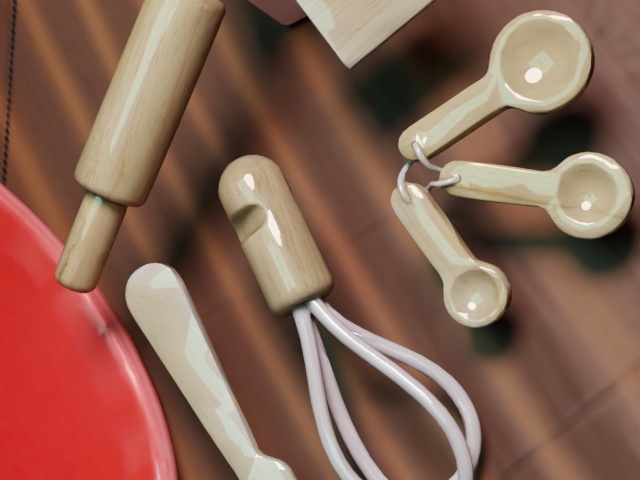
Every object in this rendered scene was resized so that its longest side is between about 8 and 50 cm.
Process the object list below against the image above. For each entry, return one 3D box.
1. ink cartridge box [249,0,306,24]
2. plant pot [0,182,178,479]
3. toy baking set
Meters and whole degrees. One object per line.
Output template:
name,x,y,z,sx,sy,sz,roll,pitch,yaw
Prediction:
ink cartridge box,0.038,-0.184,0.600,0.198,0.067,0.115,-26,62,22
plant pot,-0.231,0.111,0.566,0.243,0.275,0.275,-40,57,27
toy baking set,-0.005,-0.004,0.552,0.196,0.030,0.256,31,100,20
